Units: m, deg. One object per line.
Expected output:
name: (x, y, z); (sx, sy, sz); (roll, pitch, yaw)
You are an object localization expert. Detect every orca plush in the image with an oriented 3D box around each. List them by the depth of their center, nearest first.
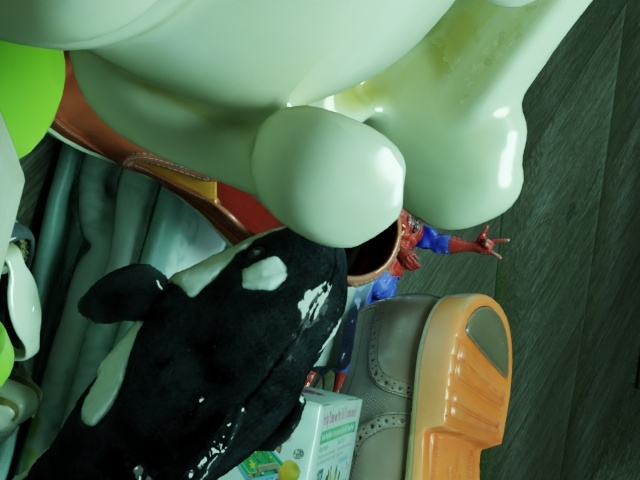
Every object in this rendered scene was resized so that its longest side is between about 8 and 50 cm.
orca plush: (-0.098, 0.104, 0.855); (0.151, 0.287, 0.102); (62, 2, -25)

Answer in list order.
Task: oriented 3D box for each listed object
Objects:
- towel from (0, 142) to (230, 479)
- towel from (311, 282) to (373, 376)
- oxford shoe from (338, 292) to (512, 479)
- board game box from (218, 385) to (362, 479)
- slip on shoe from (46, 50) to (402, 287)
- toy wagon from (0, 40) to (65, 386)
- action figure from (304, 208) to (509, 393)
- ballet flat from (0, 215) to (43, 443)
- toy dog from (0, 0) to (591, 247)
towel: (-0.108, 0.057, 1.103); (0.320, 0.090, 0.375); (4, 104, -72)
towel: (0.000, 0.000, 1.168); (0.285, 0.034, 0.209); (24, 84, -71)
oxford shoe: (0.051, 0.217, 1.196); (0.130, 0.132, 0.364); (37, 62, -49)
board game box: (-0.054, 0.247, 1.032); (0.224, 0.097, 0.303); (34, 68, -80)
slip on shoe: (-0.072, -0.076, 0.884); (0.331, 0.101, 0.123); (40, 73, -31)
toy wagon: (-0.224, -0.009, 0.721); (0.344, 0.068, 0.267); (-51, 147, -32)
action figure: (0.077, 0.055, 1.487); (0.091, 0.139, 0.280); (33, 72, -42)
ballet flat: (-0.198, 0.069, 0.902); (0.074, 0.074, 0.203); (-36, 140, -57)
toy dog: (-0.039, -0.189, 0.667); (0.284, 0.395, 0.408); (-43, 163, 29)
